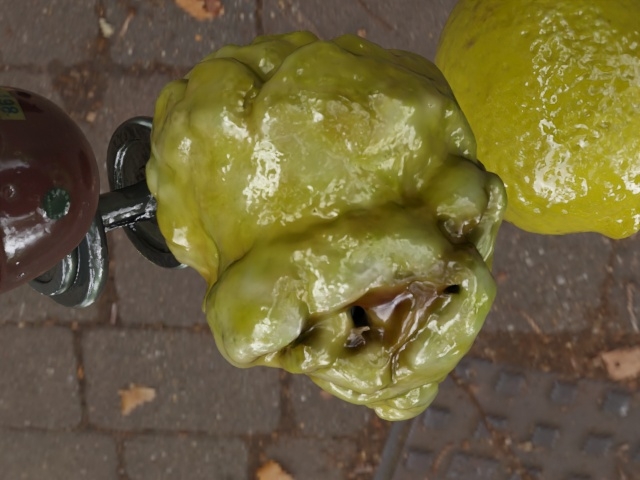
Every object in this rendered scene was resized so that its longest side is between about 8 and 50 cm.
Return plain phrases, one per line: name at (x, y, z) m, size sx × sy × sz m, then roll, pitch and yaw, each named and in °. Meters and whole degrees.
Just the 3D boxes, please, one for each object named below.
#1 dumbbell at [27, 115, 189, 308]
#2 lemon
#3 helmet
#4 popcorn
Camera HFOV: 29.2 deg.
dumbbell at (-0.242, -0.035, 1.405) m, size 0.290 × 0.192 × 0.192 m, roll -21°, pitch 131°, yaw -37°
lemon at (0.229, -0.147, 1.149) m, size 0.253 × 0.310 × 0.253 m, roll -14°, pitch 164°, yaw -4°
helmet at (-0.214, -0.046, 0.852) m, size 0.106 × 0.175 × 0.155 m, roll -19°, pitch 121°, yaw -30°
popcorn at (0.000, 0.000, 0.664) m, size 0.200 × 0.203 × 0.226 m, roll 11°, pitch 134°, yaw 12°
